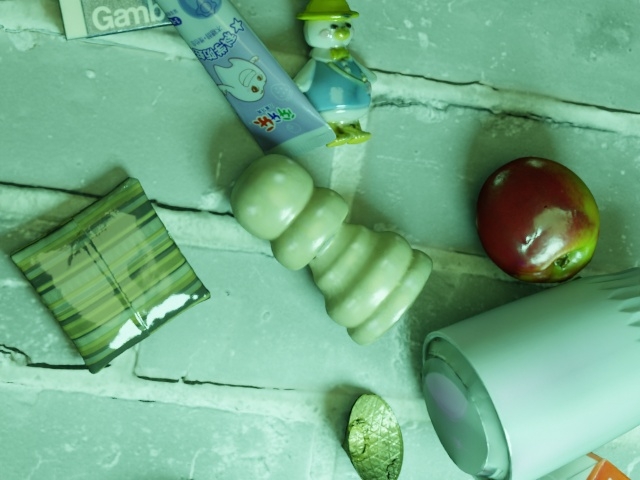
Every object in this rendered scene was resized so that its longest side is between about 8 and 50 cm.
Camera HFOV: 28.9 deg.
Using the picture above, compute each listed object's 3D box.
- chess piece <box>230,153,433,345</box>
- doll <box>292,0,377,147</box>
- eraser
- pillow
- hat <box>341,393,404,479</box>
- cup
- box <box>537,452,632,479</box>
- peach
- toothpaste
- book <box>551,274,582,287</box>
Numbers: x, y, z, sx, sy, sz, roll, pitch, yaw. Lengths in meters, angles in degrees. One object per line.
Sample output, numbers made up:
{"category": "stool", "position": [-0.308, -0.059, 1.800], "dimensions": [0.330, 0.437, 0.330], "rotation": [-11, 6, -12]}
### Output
{"category": "chess piece", "position": [0.000, 0.000, 1.799], "dimensions": [0.299, 0.167, 0.167], "rotation": [40, 83, -8]}
{"category": "doll", "position": [0.017, -0.258, 1.803], "dimensions": [0.135, 0.099, 0.241], "rotation": [-6, 97, -3]}
{"category": "eraser", "position": [-0.261, -0.341, 1.743], "dimensions": [0.212, 0.046, 0.092], "rotation": [-11, 98, -15]}
{"category": "pillow", "position": [-0.293, 0.050, 1.757], "dimensions": [0.208, 0.052, 0.212], "rotation": [-35, 103, -15]}
{"category": "hat", "position": [0.058, 0.308, 1.875], "dimensions": [0.146, 0.067, 0.146], "rotation": [26, 57, -48]}
{"category": "cup", "position": [0.349, 0.192, 1.824], "dimensions": [0.371, 0.253, 0.253], "rotation": [-22, 99, -15]}
{"category": "box", "position": [0.371, 0.377, 1.899], "dimensions": [0.099, 0.182, 0.133], "rotation": [40, 80, -29]}
{"category": "peach", "position": [0.319, -0.035, 1.865], "dimensions": [0.197, 0.197, 0.197], "rotation": [-1, 94, -16]}
{"category": "toothpaste", "position": [-0.124, -0.265, 1.731], "dimensions": [0.371, 0.125, 0.080], "rotation": [52, 40, -24]}
{"category": "book", "position": [0.347, 0.173, 1.963], "dimensions": [0.228, 0.024, 0.160], "rotation": [-28, 101, -12]}
